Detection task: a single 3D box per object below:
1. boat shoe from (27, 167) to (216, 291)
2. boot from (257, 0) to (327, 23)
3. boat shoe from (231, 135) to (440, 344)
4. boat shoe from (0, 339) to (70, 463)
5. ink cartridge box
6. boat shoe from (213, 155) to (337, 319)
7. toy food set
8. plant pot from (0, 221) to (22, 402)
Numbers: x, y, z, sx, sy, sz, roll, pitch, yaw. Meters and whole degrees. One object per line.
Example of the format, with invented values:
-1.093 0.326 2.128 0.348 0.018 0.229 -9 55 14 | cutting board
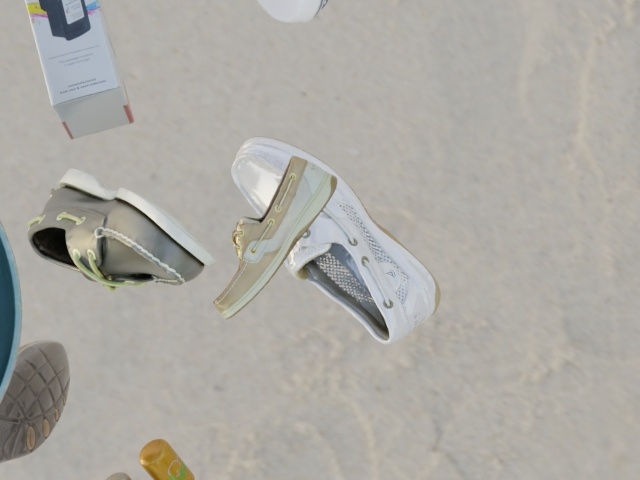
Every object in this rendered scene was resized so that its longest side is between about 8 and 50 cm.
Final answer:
-0.200 0.004 1.587 0.091 0.109 0.305 -50 29 -12 | boat shoe
-0.009 -0.209 1.089 0.190 0.086 0.069 65 144 43 | boot
0.000 0.000 1.722 0.277 0.096 0.098 41 139 11 | boat shoe
-0.384 0.188 1.744 0.116 0.324 0.123 9 112 23 | boat shoe
-0.250 -0.208 1.650 0.072 0.127 0.175 -16 78 -3 | ink cartridge box
-0.043 -0.004 1.219 0.045 0.050 0.135 36 88 -8 | boat shoe
-0.205 0.345 1.801 0.111 0.104 0.232 -20 35 23 | toy food set
-0.369 0.069 1.098 0.196 0.293 0.293 138 133 -57 | plant pot
